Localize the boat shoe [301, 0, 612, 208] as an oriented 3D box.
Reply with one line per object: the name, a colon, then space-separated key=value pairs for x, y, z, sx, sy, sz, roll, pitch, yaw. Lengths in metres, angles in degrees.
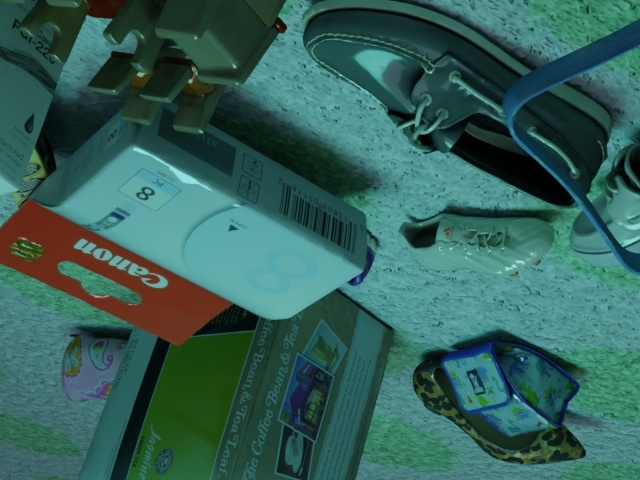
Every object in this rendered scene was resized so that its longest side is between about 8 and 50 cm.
boat shoe: x=0.124 y=-0.125 z=1.291 sx=0.320 sy=0.099 sz=0.116 roll=23 pitch=155 yaw=-13

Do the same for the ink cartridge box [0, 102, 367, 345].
ink cartridge box: x=-0.183 y=0.018 z=1.599 sx=0.308 sy=0.091 sz=0.385 roll=28 pitch=136 yaw=-28

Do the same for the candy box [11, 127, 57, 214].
candy box: x=-0.345 y=-0.100 z=1.617 sx=0.053 sy=0.109 sz=0.186 roll=-16 pitch=154 yaw=-4

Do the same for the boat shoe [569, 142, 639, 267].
boat shoe: x=0.319 y=-0.053 z=1.329 sx=0.088 sy=0.096 sz=0.267 roll=31 pitch=151 yaw=-19

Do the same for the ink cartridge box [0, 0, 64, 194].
ink cartridge box: x=-0.340 y=-0.171 z=1.345 sx=0.092 sy=0.217 sz=0.158 roll=-8 pitch=146 yaw=33

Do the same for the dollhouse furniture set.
dollhouse furniture set: x=-0.152 y=-0.225 z=1.271 sx=0.259 sy=0.135 sz=0.262 roll=12 pitch=157 yaw=38

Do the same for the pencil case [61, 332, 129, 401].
pencil case: x=-0.284 y=0.213 z=2.239 sx=0.284 sy=0.124 sz=0.124 roll=2 pitch=151 yaw=31

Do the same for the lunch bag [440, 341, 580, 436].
lunch bag: x=0.253 y=0.195 z=1.898 sx=0.151 sy=0.096 sz=0.129 roll=40 pitch=152 yaw=-14

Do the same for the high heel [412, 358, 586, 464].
high heel: x=0.256 y=0.249 z=1.989 sx=0.261 sy=0.093 sz=0.186 roll=19 pitch=163 yaw=16

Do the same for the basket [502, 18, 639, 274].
basket: x=0.317 y=-0.099 z=1.067 sx=0.289 sy=0.201 sz=0.255 roll=-31 pitch=134 yaw=17

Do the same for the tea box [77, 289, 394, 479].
tea box: x=-0.116 y=0.236 z=1.920 sx=0.324 sy=0.329 sz=0.220 roll=-9 pitch=145 yaw=44

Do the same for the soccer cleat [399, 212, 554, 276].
soccer cleat: x=0.173 y=0.001 z=1.569 sx=0.196 sy=0.068 sz=0.076 roll=-6 pitch=144 yaw=46

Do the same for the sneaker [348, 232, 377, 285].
sneaker: x=0.000 y=0.000 z=1.664 sx=0.170 sy=0.071 sz=0.068 roll=32 pitch=151 yaw=-29
